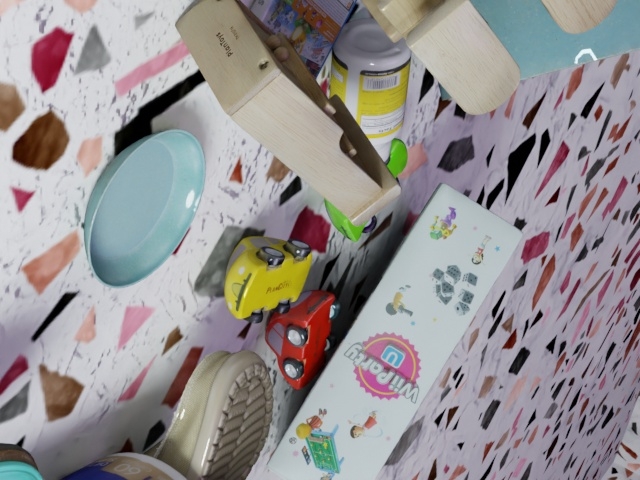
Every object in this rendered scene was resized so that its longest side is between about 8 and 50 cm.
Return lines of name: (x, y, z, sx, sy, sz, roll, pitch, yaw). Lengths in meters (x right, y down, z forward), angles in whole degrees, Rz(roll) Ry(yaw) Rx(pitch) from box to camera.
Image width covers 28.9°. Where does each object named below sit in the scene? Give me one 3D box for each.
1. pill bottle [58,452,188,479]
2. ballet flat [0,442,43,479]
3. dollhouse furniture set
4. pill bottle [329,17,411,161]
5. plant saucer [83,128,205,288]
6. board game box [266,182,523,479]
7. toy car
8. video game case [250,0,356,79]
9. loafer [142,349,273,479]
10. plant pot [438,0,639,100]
pill bottle: (-0.195, 0.257, 0.843, 0.264, 0.153, 0.153, -22, 135, -57)
ballet flat: (-0.282, 0.201, 0.680, 0.280, 0.096, 0.095, -44, 134, -27)
dollhouse furniture set: (0.056, -0.151, 0.818, 0.242, 0.212, 0.161, -39, 140, 11)
pill bottle: (0.039, -0.119, 1.025, 0.065, 0.065, 0.116, -42, 150, -38)
plant saucer: (-0.124, -0.025, 0.848, 0.119, 0.021, 0.119, -45, 150, -34)
board game box: (0.067, 0.110, 1.209, 0.303, 0.097, 0.224, -58, 176, -7)
toy car: (0.000, 0.000, 1.090, 0.225, 0.053, 0.239, -57, 157, -13)
video game case: (-0.012, -0.173, 0.926, 0.166, 0.015, 0.119, -63, 157, 1)
loafer: (-0.118, 0.195, 1.008, 0.102, 0.092, 0.269, -23, 138, -58)
plant pot: (0.220, -0.249, 1.054, 0.290, 0.290, 0.196, -22, 99, -56)
